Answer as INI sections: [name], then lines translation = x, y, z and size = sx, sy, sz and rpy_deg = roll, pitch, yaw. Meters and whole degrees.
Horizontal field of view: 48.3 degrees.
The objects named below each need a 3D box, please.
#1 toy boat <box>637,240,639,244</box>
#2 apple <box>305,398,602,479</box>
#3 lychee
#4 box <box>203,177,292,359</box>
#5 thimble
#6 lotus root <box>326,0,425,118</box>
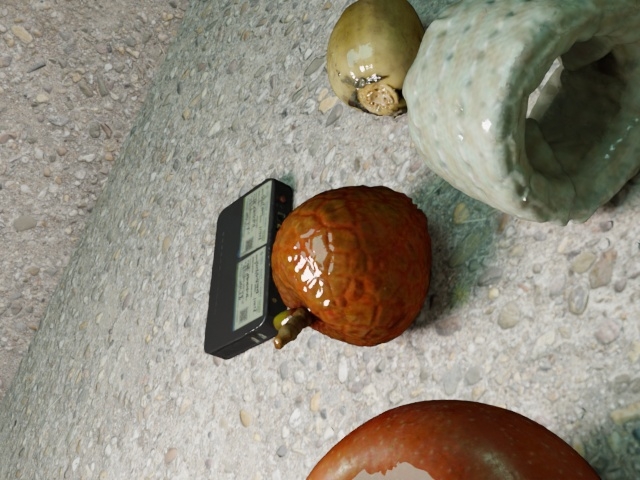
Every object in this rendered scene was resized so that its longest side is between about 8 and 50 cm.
[toy boat]
translation = 0.380, 0.001, 0.760
size = 0.083, 0.038, 0.038
rpy_deg = -6, 64, 52
[apple]
translation = 0.124, 0.324, 0.653
size = 0.349, 0.277, 0.348
rpy_deg = -19, 54, 27
[lychee]
translation = 0.039, 0.047, 1.030
size = 0.255, 0.255, 0.300
rpy_deg = 8, 62, 56
[box]
translation = -0.146, 0.054, 1.452
size = 0.211, 0.058, 0.350
rpy_deg = -29, 47, 40
[thimble]
translation = 0.258, -0.163, 0.839
size = 0.291, 0.292, 0.195
rpy_deg = -58, 34, 10
[lotus root]
translation = 0.100, -0.359, 1.291
size = 0.183, 0.183, 0.309
rpy_deg = -36, 36, 37
